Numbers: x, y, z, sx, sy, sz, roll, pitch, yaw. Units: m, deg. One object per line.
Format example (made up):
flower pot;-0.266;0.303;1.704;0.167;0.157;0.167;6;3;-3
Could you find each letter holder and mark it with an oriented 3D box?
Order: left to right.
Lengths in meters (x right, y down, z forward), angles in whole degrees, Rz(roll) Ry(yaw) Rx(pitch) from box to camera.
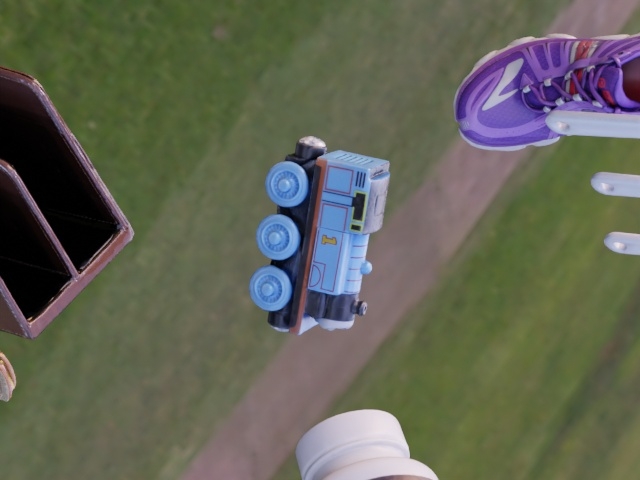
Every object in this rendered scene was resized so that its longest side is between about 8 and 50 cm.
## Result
letter holder;-0.364;-0.056;1.820;0.152;0.302;0.214;-48;130;-28

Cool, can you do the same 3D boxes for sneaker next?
sneaker;0.160;-0.096;1.146;0.170;0.068;0.071;-14;-174;15

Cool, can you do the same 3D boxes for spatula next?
spatula;0.258;-0.020;1.093;0.168;0.242;0.019;57;47;-46

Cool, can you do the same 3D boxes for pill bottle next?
pill bottle;0.044;0.220;1.338;0.108;0.193;0.108;-12;145;-9

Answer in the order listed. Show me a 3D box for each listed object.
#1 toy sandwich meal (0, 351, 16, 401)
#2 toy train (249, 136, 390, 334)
toy sandwich meal;-0.340;0.130;1.875;0.029;0.086;0.085;-46;160;-47
toy train;0.000;0.000;1.739;0.080;0.105;0.184;-20;121;-68
